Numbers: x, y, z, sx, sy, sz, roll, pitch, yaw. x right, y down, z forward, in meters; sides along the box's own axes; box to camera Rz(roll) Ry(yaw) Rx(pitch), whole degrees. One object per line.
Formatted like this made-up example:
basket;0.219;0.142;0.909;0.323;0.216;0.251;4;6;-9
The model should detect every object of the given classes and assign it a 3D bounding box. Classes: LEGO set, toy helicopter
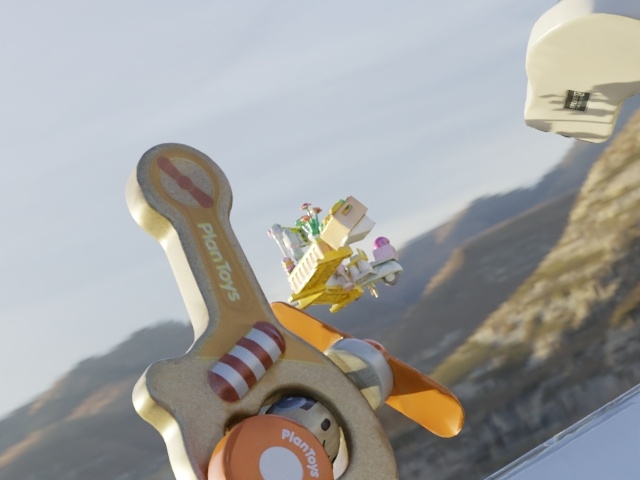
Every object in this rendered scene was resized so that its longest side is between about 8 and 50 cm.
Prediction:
LEGO set;0.000;0.000;1.482;0.132;0.107;0.287;-29;-18;4
toy helicopter;-0.042;0.076;1.005;0.235;0.355;0.140;-9;-27;-36

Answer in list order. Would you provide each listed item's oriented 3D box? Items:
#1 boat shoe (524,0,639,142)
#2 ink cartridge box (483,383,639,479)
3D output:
boat shoe;0.259;-0.212;1.242;0.127;0.158;0.340;13;-11;2
ink cartridge box;0.164;0.230;0.726;0.197;0.198;0.270;-28;-26;-13
